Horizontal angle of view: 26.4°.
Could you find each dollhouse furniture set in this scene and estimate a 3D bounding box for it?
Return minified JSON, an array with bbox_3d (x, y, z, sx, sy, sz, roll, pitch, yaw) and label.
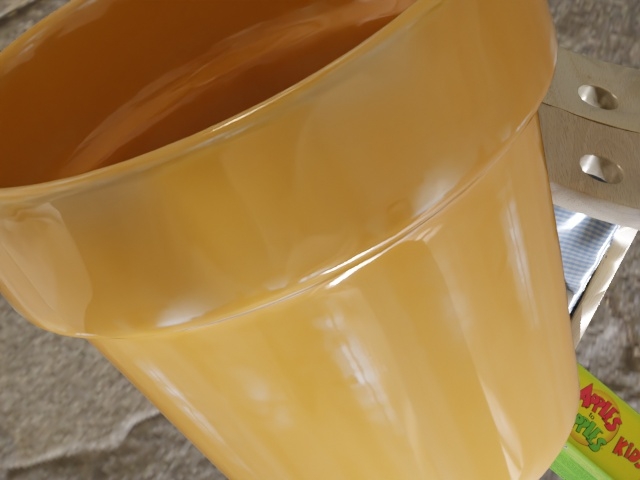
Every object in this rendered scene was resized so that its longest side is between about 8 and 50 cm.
[{"bbox_3d":[0.055,-0.022,0.659,0.184,0.129,0.129,17,126,-2],"label":"dollhouse furniture set"}]

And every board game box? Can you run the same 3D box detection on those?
[{"bbox_3d":[0.164,0.121,0.839,0.181,0.092,0.043,40,78,3],"label":"board game box"}]

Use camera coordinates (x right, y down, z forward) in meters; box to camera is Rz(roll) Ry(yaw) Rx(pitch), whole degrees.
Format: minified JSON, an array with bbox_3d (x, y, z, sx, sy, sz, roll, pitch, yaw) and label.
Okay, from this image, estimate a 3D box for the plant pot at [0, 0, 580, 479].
[{"bbox_3d":[0.000,0.000,0.477,0.205,0.205,0.188,-15,119,22],"label":"plant pot"}]
